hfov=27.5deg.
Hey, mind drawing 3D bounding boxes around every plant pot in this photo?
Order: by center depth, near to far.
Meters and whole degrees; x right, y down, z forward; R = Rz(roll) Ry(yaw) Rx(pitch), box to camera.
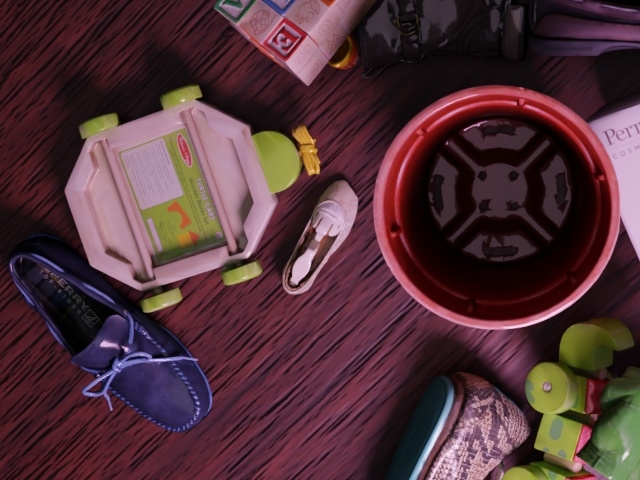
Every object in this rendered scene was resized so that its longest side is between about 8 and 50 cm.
[{"bbox_3d":[0.212,-0.049,1.572,0.272,0.265,0.273,1,96,8],"label":"plant pot"}]

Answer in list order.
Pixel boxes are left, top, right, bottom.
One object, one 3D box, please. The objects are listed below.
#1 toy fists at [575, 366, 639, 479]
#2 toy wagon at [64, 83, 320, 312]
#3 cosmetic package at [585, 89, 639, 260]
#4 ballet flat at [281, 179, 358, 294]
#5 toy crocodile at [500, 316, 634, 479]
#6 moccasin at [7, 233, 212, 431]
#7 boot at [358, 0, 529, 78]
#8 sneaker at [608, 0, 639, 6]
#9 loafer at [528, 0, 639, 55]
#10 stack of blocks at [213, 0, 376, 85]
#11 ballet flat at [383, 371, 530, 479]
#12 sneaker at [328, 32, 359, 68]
[{"bbox_3d":[0.394,0.231,1.582,0.096,0.279,0.142,34,90,33],"label":"toy fists"},{"bbox_3d":[-0.161,-0.067,1.729,0.344,0.068,0.267,-18,94,10],"label":"toy wagon"},{"bbox_3d":[0.513,0.013,1.553,0.230,0.161,0.453,-23,95,25],"label":"cosmetic package"},{"bbox_3d":[0.000,0.000,1.718,0.057,0.052,0.168,27,100,5],"label":"ballet flat"},{"bbox_3d":[0.313,0.258,1.644,0.105,0.115,0.341,17,96,45],"label":"toy crocodile"},{"bbox_3d":[-0.297,0.138,1.748,0.342,0.117,0.138,40,101,3],"label":"moccasin"},{"bbox_3d":[0.148,-0.335,1.641,0.228,0.091,0.263,3,92,14],"label":"boot"},{"bbox_3d":[0.396,-0.307,1.620,0.178,0.072,0.077,-12,102,21],"label":"sneaker"},{"bbox_3d":[0.391,-0.275,1.538,0.302,0.109,0.095,-1,113,21],"label":"loafer"},{"bbox_3d":[0.005,-0.363,1.609,0.171,0.087,0.297,39,92,23],"label":"stack of blocks"},{"bbox_3d":[0.112,0.398,1.708,0.182,0.164,0.483,32,99,-16],"label":"ballet flat"},{"bbox_3d":[-0.006,-0.299,1.677,0.064,0.067,0.175,-37,88,13],"label":"sneaker"}]
